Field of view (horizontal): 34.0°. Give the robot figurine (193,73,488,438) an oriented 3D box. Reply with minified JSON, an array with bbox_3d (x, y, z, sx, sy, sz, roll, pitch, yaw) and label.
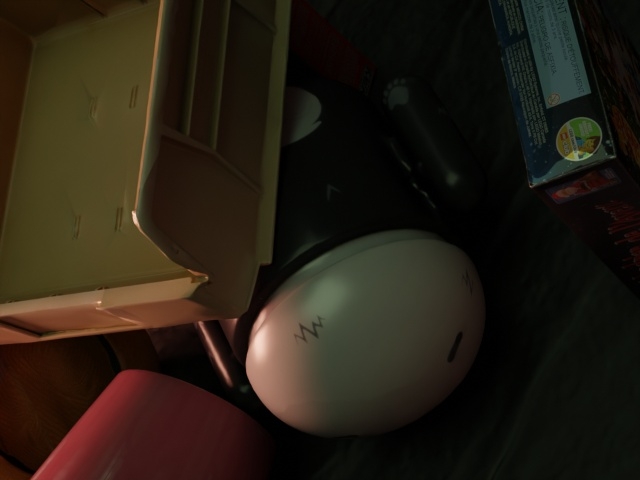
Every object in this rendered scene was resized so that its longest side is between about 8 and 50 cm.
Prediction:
[{"bbox_3d":[0.000,0.002,0.724,0.173,0.209,0.278,-16,54,-18],"label":"robot figurine"}]

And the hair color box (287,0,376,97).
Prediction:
[{"bbox_3d":[-0.024,-0.147,0.811,0.072,0.141,0.043,6,74,34],"label":"hair color box"}]

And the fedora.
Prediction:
[{"bbox_3d":[-0.222,0.123,0.851,0.079,0.194,0.194,153,132,-70],"label":"fedora"}]

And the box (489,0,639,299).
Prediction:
[{"bbox_3d":[0.165,-0.065,0.601,0.044,0.233,0.159,-20,62,25],"label":"box"}]

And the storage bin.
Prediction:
[{"bbox_3d":[-0.163,-0.077,0.676,0.262,0.123,0.260,-9,67,32],"label":"storage bin"}]

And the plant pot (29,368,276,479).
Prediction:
[{"bbox_3d":[-0.124,0.198,0.721,0.201,0.201,0.180,5,59,34],"label":"plant pot"}]

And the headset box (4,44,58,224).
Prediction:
[{"bbox_3d":[-0.241,-0.079,0.879,0.293,0.110,0.218,-23,60,23],"label":"headset box"}]
